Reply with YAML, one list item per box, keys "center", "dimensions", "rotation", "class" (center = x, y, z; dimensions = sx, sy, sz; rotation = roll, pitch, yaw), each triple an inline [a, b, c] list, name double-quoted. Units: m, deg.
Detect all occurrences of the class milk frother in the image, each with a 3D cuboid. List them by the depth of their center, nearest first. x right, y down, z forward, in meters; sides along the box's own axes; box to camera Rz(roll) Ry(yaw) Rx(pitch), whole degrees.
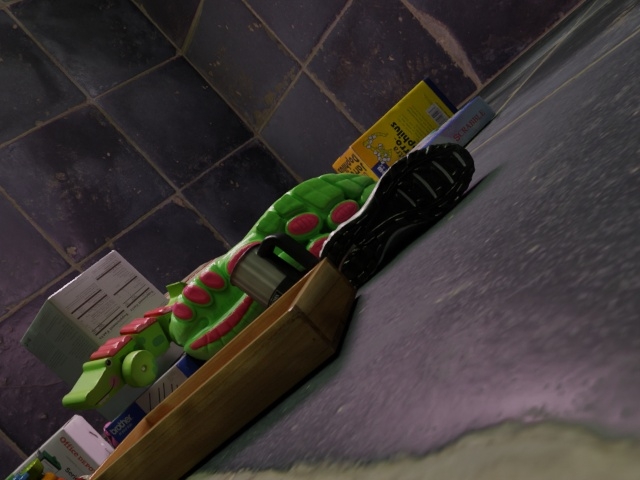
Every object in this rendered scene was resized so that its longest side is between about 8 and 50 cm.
- center: [-0.044, 0.057, 0.883]
  dimensions: [0.129, 0.135, 0.143]
  rotation: [-58, -18, 10]
  class: "milk frother"

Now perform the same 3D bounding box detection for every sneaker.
- center: [0.109, -0.044, 0.811]
  dimensions: [0.271, 0.100, 0.108]
  rotation: [-42, -2, 17]
  class: "sneaker"
- center: [-0.063, 0.039, 1.033]
  dimensions: [0.483, 0.185, 0.202]
  rotation: [-34, -10, -6]
  class: "sneaker"

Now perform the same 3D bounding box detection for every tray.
- center: [-0.132, 0.202, 0.716]
  dimensions: [0.411, 0.076, 0.203]
  rotation: [-41, 3, 17]
  class: "tray"

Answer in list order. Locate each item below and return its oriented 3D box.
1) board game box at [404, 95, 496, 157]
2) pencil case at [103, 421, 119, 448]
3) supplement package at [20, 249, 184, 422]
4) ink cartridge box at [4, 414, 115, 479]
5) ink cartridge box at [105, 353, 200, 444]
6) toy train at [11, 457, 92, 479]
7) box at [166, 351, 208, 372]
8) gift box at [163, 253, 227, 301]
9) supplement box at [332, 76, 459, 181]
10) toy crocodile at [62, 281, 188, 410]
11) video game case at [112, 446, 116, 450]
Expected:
- center: [0.243, -0.188, 1.369]
  dimensions: [0.319, 0.066, 0.318]
  rotation: [-44, 3, -16]
  class: "board game box"
- center: [-0.460, 0.440, 1.404]
  dimensions: [0.209, 0.098, 0.095]
  rotation: [-44, -17, -33]
  class: "pencil case"
- center: [-0.446, 0.206, 1.172]
  dimensions: [0.199, 0.263, 0.198]
  rotation: [-42, 7, 37]
  class: "supplement package"
- center: [-0.649, 0.575, 1.358]
  dimensions: [0.219, 0.160, 0.092]
  rotation: [-43, 4, 0]
  class: "ink cartridge box"
- center: [-0.278, 0.302, 0.961]
  dimensions: [0.207, 0.097, 0.046]
  rotation: [-42, 2, 19]
  class: "ink cartridge box"
- center: [-0.588, 0.530, 1.182]
  dimensions: [0.105, 0.143, 0.248]
  rotation: [-43, 9, -2]
  class: "toy train"
- center: [-0.268, 0.270, 1.268]
  dimensions: [0.395, 0.097, 0.318]
  rotation: [-42, 4, 46]
  class: "box"
- center: [-0.357, 0.228, 1.669]
  dimensions: [0.258, 0.255, 0.276]
  rotation: [-43, 8, -36]
  class: "gift box"
- center: [0.244, -0.298, 1.685]
  dimensions: [0.356, 0.195, 0.194]
  rotation: [-44, 3, -17]
  class: "supplement box"
- center: [-0.333, 0.191, 1.012]
  dimensions: [0.115, 0.105, 0.340]
  rotation: [-14, 17, 32]
  class: "toy crocodile"
- center: [-0.519, 0.539, 1.516]
  dimensions: [0.173, 0.022, 0.190]
  rotation: [-43, 4, -10]
  class: "video game case"
